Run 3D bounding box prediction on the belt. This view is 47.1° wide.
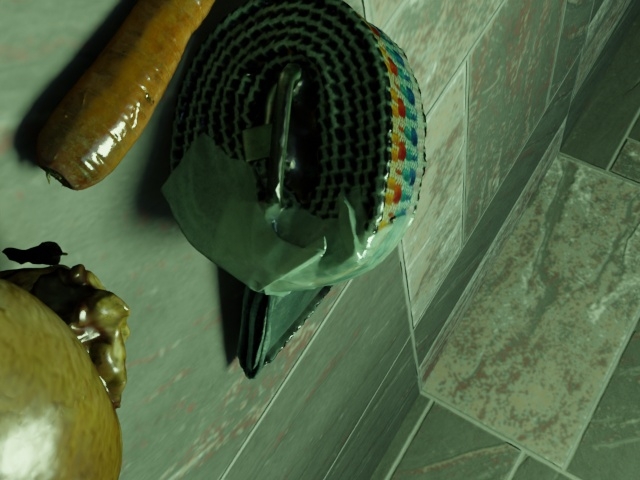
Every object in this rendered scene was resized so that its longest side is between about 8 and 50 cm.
[{"bbox_3d":[-0.019,-0.077,0.637,0.150,0.207,0.257,-3,100,-65],"label":"belt"}]

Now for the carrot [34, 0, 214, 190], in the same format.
[{"bbox_3d":[-0.124,-0.142,0.533,0.247,0.059,0.059,-61,159,-13],"label":"carrot"}]

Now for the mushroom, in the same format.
[{"bbox_3d":[-0.221,0.128,0.430,0.283,0.195,0.263,-55,152,-21],"label":"mushroom"}]

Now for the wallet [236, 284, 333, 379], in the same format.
[{"bbox_3d":[0.000,0.000,0.959,0.342,0.075,0.237,-50,162,-35],"label":"wallet"}]
